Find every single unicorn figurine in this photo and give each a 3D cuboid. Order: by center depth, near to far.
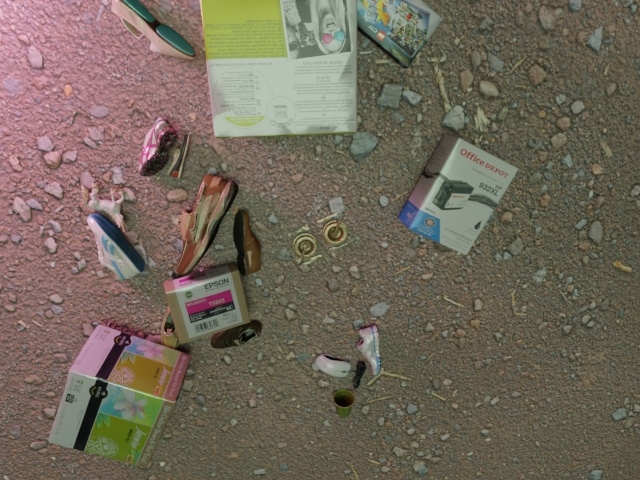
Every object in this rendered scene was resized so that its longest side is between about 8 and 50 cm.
[{"bbox_3d":[-0.639,-0.107,1.338,0.161,0.060,0.111,18,107,5],"label":"unicorn figurine"}]

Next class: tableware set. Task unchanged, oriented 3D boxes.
[{"bbox_3d":[0.000,0.000,1.443,0.194,0.039,0.128,-24,110,3],"label":"tableware set"}]

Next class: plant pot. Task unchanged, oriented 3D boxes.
[{"bbox_3d":[0.086,0.613,1.650,0.083,0.083,0.079,-2,122,-5],"label":"plant pot"}]

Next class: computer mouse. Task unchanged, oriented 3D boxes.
[{"bbox_3d":[0.072,0.471,1.612,0.193,0.042,0.106,20,107,-12],"label":"computer mouse"}]

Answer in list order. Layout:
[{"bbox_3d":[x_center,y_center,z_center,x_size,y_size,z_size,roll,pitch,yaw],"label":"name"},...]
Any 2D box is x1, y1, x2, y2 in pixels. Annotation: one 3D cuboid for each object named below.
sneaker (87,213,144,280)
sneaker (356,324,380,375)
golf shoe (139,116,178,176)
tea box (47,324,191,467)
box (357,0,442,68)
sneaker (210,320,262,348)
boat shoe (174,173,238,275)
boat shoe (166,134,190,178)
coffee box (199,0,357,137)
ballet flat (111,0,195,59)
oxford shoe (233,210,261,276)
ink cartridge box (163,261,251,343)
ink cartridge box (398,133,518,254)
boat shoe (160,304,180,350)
[{"bbox_3d":[-0.647,0.024,1.363,0.092,0.087,0.229,-28,108,6],"label":"sneaker"},{"bbox_3d":[0.173,0.395,1.589,0.082,0.071,0.191,-7,101,3],"label":"sneaker"},{"bbox_3d":[-0.482,-0.271,1.297,0.086,0.067,0.186,50,116,23],"label":"golf shoe"},{"bbox_3d":[-0.641,0.507,1.441,0.323,0.220,0.329,21,114,-13],"label":"tea box"},{"bbox_3d":[0.201,-0.624,1.244,0.233,0.044,0.159,34,103,-15],"label":"box"},{"bbox_3d":[-0.291,0.328,1.511,0.188,0.071,0.066,-23,110,2],"label":"sneaker"},{"bbox_3d":[-0.370,-0.054,1.355,0.119,0.122,0.324,28,96,-9],"label":"boat shoe"},{"bbox_3d":[-0.419,-0.250,1.312,0.043,0.049,0.137,19,111,-9],"label":"boat shoe"},{"bbox_3d":[-0.100,-0.444,1.121,0.338,0.338,0.335,-4,110,-5],"label":"coffee box"},{"bbox_3d":[-0.453,-0.559,1.192,0.248,0.086,0.086,41,101,-15],"label":"ballet flat"},{"bbox_3d":[-0.230,0.004,1.417,0.076,0.076,0.212,-15,110,-32],"label":"oxford shoe"},{"bbox_3d":[-0.360,0.199,1.422,0.234,0.088,0.193,-16,112,-16],"label":"ink cartridge box"},{"bbox_3d":[0.424,-0.144,1.388,0.223,0.129,0.307,23,105,-12],"label":"ink cartridge box"},{"bbox_3d":[-0.503,0.301,1.479,0.068,0.072,0.190,5,109,-8],"label":"boat shoe"}]
